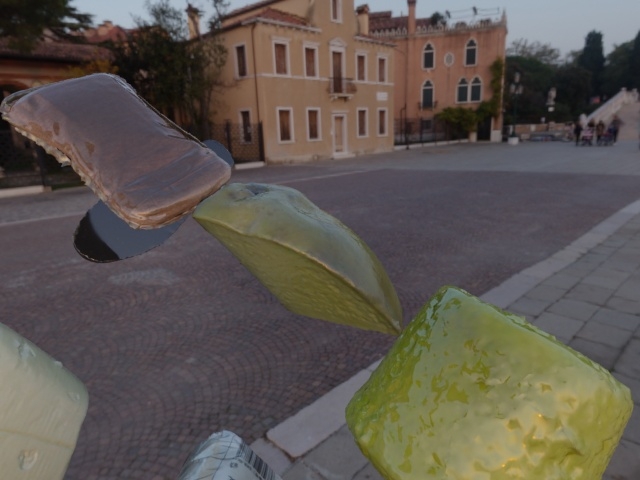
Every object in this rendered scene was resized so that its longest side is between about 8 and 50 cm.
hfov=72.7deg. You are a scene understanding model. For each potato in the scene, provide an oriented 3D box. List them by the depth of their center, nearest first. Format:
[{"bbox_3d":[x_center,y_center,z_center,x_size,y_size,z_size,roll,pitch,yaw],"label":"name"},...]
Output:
[{"bbox_3d":[0.000,0.000,0.340,0.120,0.149,0.081,3,54,38],"label":"potato"}]

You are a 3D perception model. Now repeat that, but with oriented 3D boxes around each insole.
[{"bbox_3d":[-0.257,-0.072,0.711,0.012,0.110,0.309,-28,20,53],"label":"insole"}]

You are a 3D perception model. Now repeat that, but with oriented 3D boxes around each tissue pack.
[{"bbox_3d":[-0.146,0.594,0.872,0.375,0.195,0.390,42,0,1],"label":"tissue pack"}]

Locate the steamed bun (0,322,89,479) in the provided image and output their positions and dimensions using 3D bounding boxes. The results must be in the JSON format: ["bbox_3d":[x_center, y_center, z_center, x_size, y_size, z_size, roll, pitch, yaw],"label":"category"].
[{"bbox_3d":[-0.759,0.429,0.908,0.289,0.371,0.456,-9,44,20],"label":"steamed bun"}]

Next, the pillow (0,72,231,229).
[{"bbox_3d":[-0.196,-0.097,0.433,0.211,0.034,0.135,40,45,11],"label":"pillow"}]

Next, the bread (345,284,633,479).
[{"bbox_3d":[0.246,0.258,0.644,0.348,0.308,0.348,35,0,0],"label":"bread"}]
